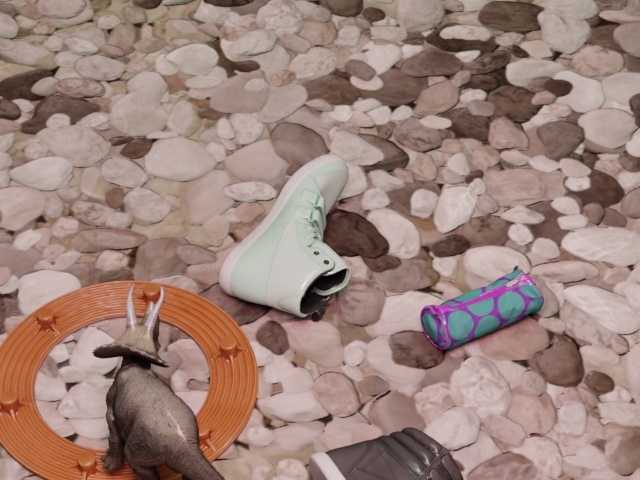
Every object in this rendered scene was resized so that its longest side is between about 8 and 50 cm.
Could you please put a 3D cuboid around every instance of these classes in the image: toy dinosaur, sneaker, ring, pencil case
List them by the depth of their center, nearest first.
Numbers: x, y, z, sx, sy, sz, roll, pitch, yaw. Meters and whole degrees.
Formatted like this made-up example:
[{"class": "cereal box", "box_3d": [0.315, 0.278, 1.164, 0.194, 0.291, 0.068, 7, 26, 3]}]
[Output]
[{"class": "sneaker", "box_3d": [0.116, 0.314, 1.698, 0.147, 0.104, 0.295, -24, 46, -16]}, {"class": "toy dinosaur", "box_3d": [-0.186, 0.210, 1.715, 0.121, 0.160, 0.313, -16, 42, -15]}, {"class": "ring", "box_3d": [-0.245, 0.168, 1.895, 0.337, 0.032, 0.336, 0, 46, 0]}, {"class": "pencil case", "box_3d": [0.205, 0.086, 1.951, 0.152, 0.070, 0.064, -22, 50, -19]}, {"class": "sneaker", "box_3d": [0.000, 0.001, 2.016, 0.151, 0.094, 0.256, 23, 59, 28]}]
